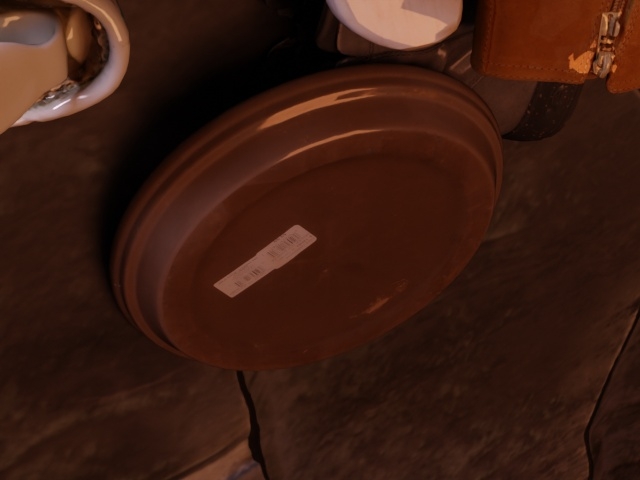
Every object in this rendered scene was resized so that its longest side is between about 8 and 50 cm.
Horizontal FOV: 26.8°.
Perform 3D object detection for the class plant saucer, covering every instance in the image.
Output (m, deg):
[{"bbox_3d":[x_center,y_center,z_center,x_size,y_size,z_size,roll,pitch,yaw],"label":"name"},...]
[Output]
[{"bbox_3d":[0.000,0.000,0.879,0.277,0.041,0.278,-17,145,-12],"label":"plant saucer"}]

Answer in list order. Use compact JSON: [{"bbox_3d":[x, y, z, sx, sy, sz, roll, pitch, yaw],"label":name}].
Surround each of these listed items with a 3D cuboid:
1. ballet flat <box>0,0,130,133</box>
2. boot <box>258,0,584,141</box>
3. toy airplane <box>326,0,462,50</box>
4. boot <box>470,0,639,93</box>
[{"bbox_3d":[-0.266,-0.065,0.607,0.400,0.139,0.139,-22,131,-27],"label":"ballet flat"},{"bbox_3d":[0.089,-0.203,0.825,0.222,0.118,0.338,-4,117,-32],"label":"boot"},{"bbox_3d":[-0.012,-0.325,0.575,0.384,0.272,0.386,28,112,-9],"label":"toy airplane"},{"bbox_3d":[0.227,-0.196,0.787,0.295,0.104,0.211,-8,124,-13],"label":"boot"}]
